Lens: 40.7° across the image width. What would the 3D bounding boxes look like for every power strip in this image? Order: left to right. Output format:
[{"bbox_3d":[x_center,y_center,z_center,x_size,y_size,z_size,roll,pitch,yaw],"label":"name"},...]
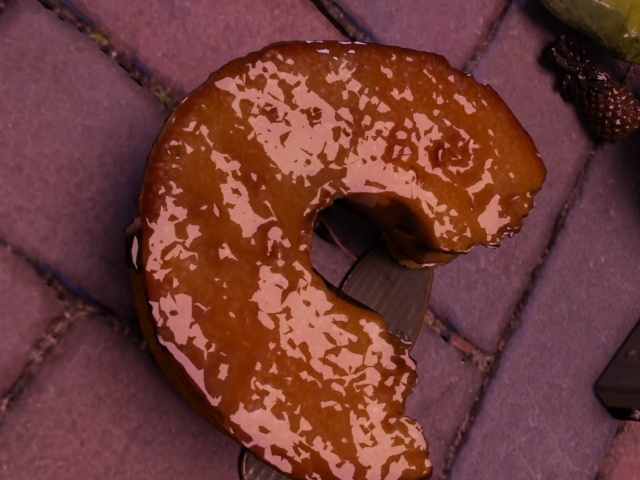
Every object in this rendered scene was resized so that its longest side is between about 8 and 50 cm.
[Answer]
[{"bbox_3d":[0.464,0.134,1.126,0.070,0.105,0.257,51,62,-13],"label":"power strip"}]

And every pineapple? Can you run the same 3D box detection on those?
[{"bbox_3d":[0.358,-0.204,1.140,0.159,0.074,0.074,46,63,-8],"label":"pineapple"}]

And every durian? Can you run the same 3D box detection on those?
[{"bbox_3d":[0.360,-0.322,1.136,0.250,0.101,0.139,29,70,-26],"label":"durian"}]

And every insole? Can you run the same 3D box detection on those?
[{"bbox_3d":[0.029,0.131,0.932,0.119,0.009,0.348,46,64,-17],"label":"insole"}]

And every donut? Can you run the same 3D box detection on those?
[{"bbox_3d":[0.000,0.000,0.845,0.377,0.163,0.435,40,66,-13],"label":"donut"}]
